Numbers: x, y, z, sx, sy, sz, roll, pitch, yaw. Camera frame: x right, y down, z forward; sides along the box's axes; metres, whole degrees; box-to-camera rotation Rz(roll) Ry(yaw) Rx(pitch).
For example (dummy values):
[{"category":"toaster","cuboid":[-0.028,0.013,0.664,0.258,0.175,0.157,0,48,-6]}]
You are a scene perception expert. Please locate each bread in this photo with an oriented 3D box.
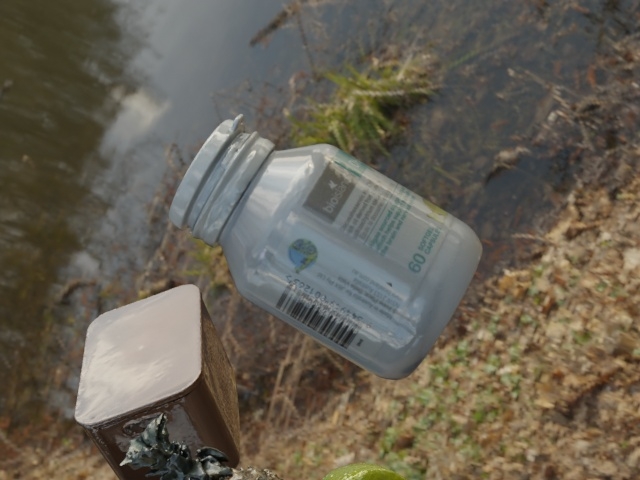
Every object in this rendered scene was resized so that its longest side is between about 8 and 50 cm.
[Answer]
[{"category":"bread","cuboid":[0.063,0.341,1.250,0.111,0.129,0.114,-36,10,-14]}]

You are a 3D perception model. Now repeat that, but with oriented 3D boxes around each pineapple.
[{"category":"pineapple","cuboid":[-0.091,0.233,0.875,0.108,0.198,0.108,-55,-8,-12]}]

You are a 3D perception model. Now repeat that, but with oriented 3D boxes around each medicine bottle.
[{"category":"medicine bottle","cuboid":[0.000,0.000,0.743,0.135,0.215,0.135,-59,-1,-1]}]

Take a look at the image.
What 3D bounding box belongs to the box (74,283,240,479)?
[{"category":"box","cuboid":[-0.293,0.287,1.845,0.239,0.229,0.339,-19,30,4]}]
